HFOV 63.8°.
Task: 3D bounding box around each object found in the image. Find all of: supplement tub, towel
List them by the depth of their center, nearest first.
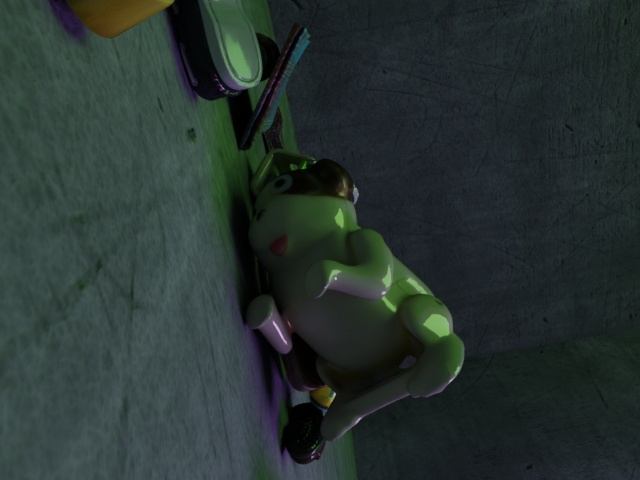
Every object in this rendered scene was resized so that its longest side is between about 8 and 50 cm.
[{"bbox_3d":[-0.144,-0.404,1.140,0.198,0.106,0.105,-93,172,-69],"label":"supplement tub"},{"bbox_3d":[-0.094,-0.345,1.151,0.271,0.040,0.370,-62,-170,17],"label":"towel"}]

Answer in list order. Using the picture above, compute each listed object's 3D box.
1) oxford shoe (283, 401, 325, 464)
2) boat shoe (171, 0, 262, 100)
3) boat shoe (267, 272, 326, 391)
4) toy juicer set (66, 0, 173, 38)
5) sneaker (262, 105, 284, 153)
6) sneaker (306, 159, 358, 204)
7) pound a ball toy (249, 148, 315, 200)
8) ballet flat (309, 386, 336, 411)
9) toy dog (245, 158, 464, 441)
[{"bbox_3d":[-0.019,0.383,0.978,0.227,0.083,0.096,32,52,-85],"label":"oxford shoe"},{"bbox_3d":[-0.164,-0.347,0.703,0.114,0.091,0.302,-10,91,-55],"label":"boat shoe"},{"bbox_3d":[-0.058,0.131,1.040,0.110,0.122,0.340,-37,-123,53],"label":"boat shoe"},{"bbox_3d":[-0.182,-0.335,0.386,0.209,0.090,0.328,52,33,-55],"label":"toy juicer set"},{"bbox_3d":[-0.141,-0.303,1.480,0.071,0.066,0.188,-146,-131,-70],"label":"sneaker"},{"bbox_3d":[0.015,-0.061,1.078,0.110,0.107,0.275,-55,156,-23],"label":"sneaker"},{"bbox_3d":[-0.052,-0.097,1.220,0.319,0.136,0.208,72,39,-61],"label":"pound a ball toy"},{"bbox_3d":[-0.002,0.293,1.108,0.077,0.077,0.231,-67,-166,-3],"label":"ballet flat"},{"bbox_3d":[0.043,0.056,0.897,0.407,0.285,0.395,53,40,-2],"label":"toy dog"}]
